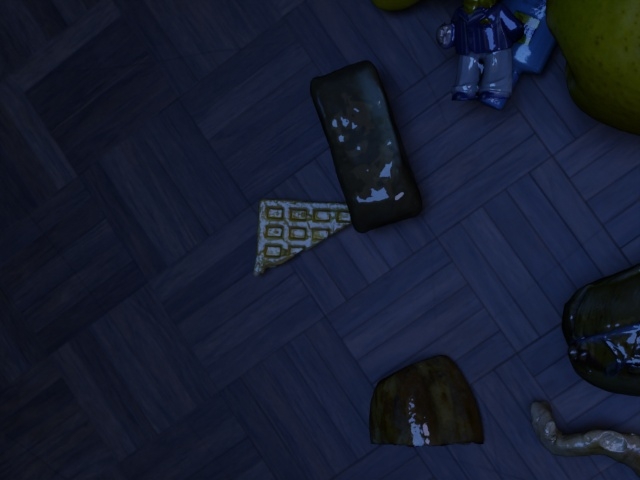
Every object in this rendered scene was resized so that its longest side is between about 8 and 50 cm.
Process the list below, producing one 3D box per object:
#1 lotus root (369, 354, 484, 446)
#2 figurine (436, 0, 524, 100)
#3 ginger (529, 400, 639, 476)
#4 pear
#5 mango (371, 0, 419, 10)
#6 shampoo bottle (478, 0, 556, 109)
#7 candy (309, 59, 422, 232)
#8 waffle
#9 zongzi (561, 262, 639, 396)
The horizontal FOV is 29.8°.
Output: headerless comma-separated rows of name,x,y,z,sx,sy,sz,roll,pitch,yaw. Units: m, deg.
lotus root,0.139,0.237,1.690,0.159,0.095,0.135,-14,83,7
figurine,0.226,-0.325,1.609,0.194,0.133,0.274,-26,78,42
ginger,0.417,0.292,1.632,0.288,0.089,0.075,17,58,15
pear,0.488,-0.298,1.481,0.418,0.362,0.362,-25,84,16
mango,0.130,-0.422,1.705,0.122,0.085,0.191,1,101,2
shampoo bottle,0.290,-0.304,1.672,0.103,0.061,0.258,30,97,17
candy,0.064,-0.133,1.692,0.104,0.102,0.234,-18,76,4
waffle,0.000,0.000,1.754,0.191,0.032,0.125,5,91,12
zongzi,0.497,0.020,1.575,0.356,0.174,0.393,0,80,19
